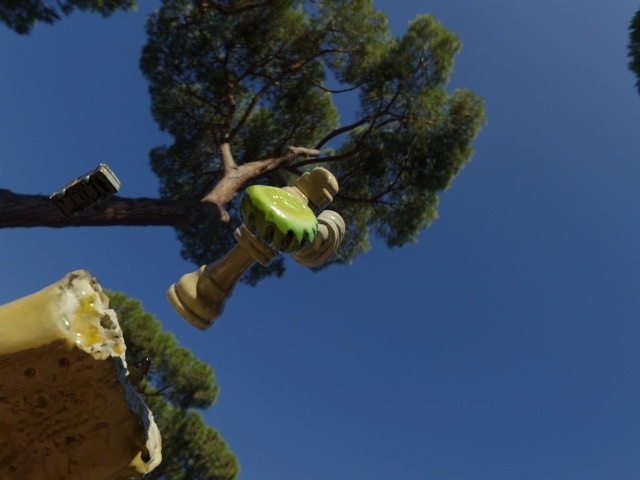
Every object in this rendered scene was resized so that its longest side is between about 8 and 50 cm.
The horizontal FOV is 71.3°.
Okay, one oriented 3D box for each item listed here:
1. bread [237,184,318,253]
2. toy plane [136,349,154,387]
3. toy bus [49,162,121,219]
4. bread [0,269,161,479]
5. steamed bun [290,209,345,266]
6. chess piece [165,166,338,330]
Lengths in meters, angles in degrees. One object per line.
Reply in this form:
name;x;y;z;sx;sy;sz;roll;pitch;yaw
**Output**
bread;-0.067;-0.033;0.705;0.130;0.139;0.071;37;-69;4
toy plane;-0.546;0.400;1.367;0.049;0.031;0.120;19;-84;5
toy bus;-0.703;-0.153;1.350;0.182;0.103;0.091;-27;-60;5
bread;-0.498;0.276;0.764;0.395;0.250;0.360;-22;-84;-7
steamed bun;0.000;0.000;1.263;0.106;0.183;0.183;45;-69;-1
chess piece;-0.122;0.005;0.890;0.397;0.117;0.117;-43;-86;0
